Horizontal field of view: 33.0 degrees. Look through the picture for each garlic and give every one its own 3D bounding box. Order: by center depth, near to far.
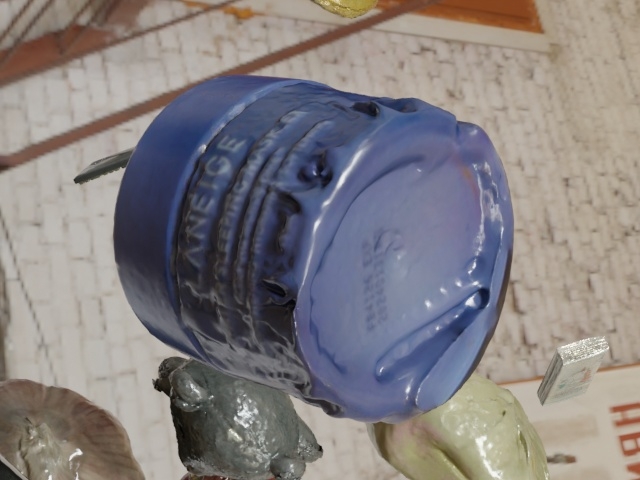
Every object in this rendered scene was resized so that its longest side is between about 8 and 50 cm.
[{"bbox_3d":[-0.414,0.340,1.535,0.259,0.317,0.317,-56,-132,51],"label":"garlic"}]

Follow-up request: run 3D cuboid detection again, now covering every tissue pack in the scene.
[{"bbox_3d":[0.266,0.139,1.144,0.108,0.056,0.023,95,-24,-57],"label":"tissue pack"}]

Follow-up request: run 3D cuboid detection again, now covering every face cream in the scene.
[{"bbox_3d":[0.000,0.000,0.846,0.225,0.249,0.249,13,-79,43],"label":"face cream"}]

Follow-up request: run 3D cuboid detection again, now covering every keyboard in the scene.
[{"bbox_3d":[-0.188,-0.099,1.183,0.176,0.055,0.014,-18,-74,21],"label":"keyboard"}]

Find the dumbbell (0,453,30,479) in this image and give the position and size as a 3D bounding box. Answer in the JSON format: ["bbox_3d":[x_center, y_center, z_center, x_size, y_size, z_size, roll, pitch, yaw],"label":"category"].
[{"bbox_3d":[-0.269,0.094,0.417,0.203,0.204,0.322,-6,-50,53],"label":"dumbbell"}]

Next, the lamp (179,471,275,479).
[{"bbox_3d":[-0.136,0.439,1.779,0.227,0.227,0.227,2,-88,54],"label":"lamp"}]

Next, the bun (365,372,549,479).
[{"bbox_3d":[0.243,0.325,1.803,0.213,0.361,0.361,-53,-135,6],"label":"bun"}]

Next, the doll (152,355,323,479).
[{"bbox_3d":[-0.113,0.239,1.402,0.158,0.246,0.340,-57,-177,-10],"label":"doll"}]

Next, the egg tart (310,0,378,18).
[{"bbox_3d":[0.006,-0.343,1.250,0.074,0.191,0.191,-14,-101,44],"label":"egg tart"}]
